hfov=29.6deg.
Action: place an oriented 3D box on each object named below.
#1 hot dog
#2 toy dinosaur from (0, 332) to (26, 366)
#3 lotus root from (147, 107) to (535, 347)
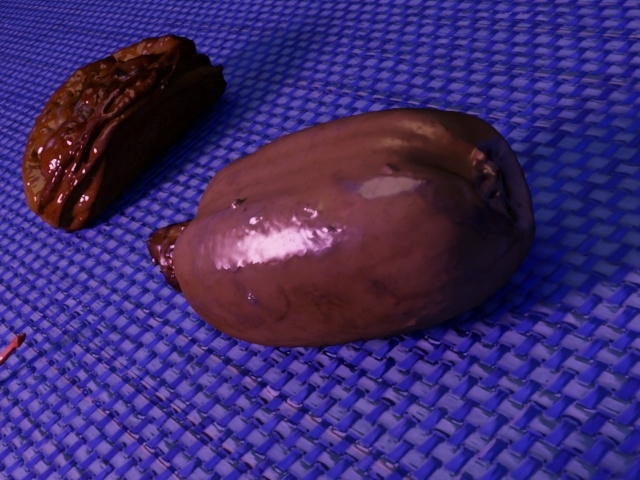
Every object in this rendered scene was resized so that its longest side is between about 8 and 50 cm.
[{"bbox_3d":[-0.235,-0.131,1.379,0.272,0.122,0.196,-44,28,-24],"label":"hot dog"},{"bbox_3d":[-0.380,0.180,1.098,0.279,0.055,0.101,-36,5,0],"label":"toy dinosaur"},{"bbox_3d":[0.000,0.000,0.896,0.342,0.151,0.169,-14,37,39],"label":"lotus root"}]
